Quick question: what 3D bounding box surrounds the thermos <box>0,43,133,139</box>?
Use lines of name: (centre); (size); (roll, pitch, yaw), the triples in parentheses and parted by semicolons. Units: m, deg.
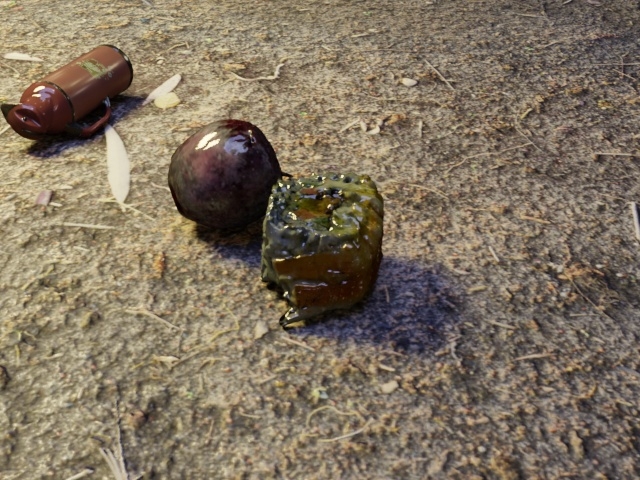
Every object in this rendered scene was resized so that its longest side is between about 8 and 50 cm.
thermos: (-0.495, -0.276, 1.831); (0.109, 0.136, 0.330); (-14, 22, 28)

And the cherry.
cherry: (-0.154, -0.103, 1.495); (0.195, 0.195, 0.195); (2, 31, -1)

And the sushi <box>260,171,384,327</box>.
sushi: (0.000, 0.000, 1.368); (0.184, 0.139, 0.274); (5, 30, 6)
